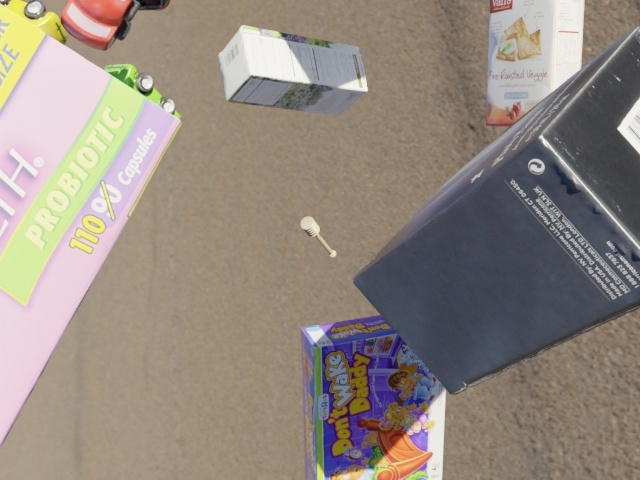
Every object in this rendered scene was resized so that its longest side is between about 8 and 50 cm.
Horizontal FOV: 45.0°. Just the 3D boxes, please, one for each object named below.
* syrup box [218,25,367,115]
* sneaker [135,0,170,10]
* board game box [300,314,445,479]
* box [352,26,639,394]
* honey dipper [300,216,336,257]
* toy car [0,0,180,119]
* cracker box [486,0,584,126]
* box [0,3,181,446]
[{"bbox_3d":[-0.045,-0.288,1.330,0.093,0.237,0.096,-33,64,52],"label":"syrup box"},{"bbox_3d":[-0.346,-0.434,1.362,0.065,0.158,0.061,-111,21,-65],"label":"sneaker"},{"bbox_3d":[0.091,0.300,1.317,0.078,0.233,0.347,-134,40,-63],"label":"board game box"},{"bbox_3d":[0.236,-0.028,0.818,0.183,0.296,0.294,48,137,1],"label":"box"},{"bbox_3d":[0.000,0.000,1.622,0.030,0.160,0.030,-10,60,17],"label":"honey dipper"},{"bbox_3d":[-0.236,-0.182,0.822,0.239,0.225,0.053,7,63,38],"label":"toy car"},{"bbox_3d":[0.348,-0.303,1.267,0.156,0.067,0.232,17,109,61],"label":"cracker box"},{"bbox_3d":[-0.213,-0.006,0.426,0.243,0.117,0.213,13,74,60],"label":"box"}]
